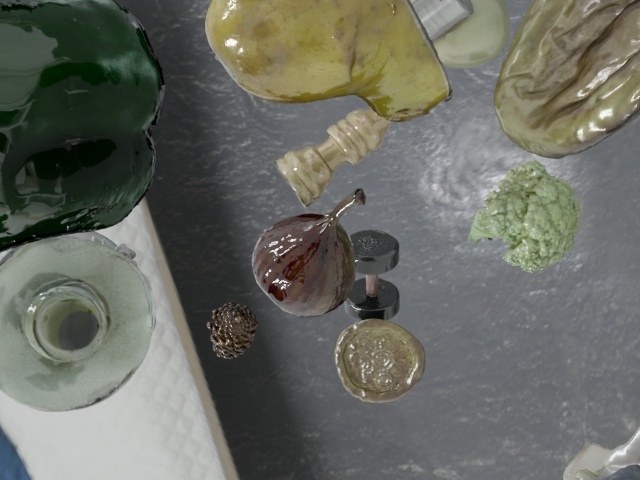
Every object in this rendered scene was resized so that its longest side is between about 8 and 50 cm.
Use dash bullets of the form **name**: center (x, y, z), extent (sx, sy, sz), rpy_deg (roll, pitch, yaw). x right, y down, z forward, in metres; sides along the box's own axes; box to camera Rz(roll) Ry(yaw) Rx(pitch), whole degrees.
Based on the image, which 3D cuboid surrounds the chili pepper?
- **chili pepper**: center (-0.267, -0.104, 0.587), extent (0.234, 0.257, 0.248), rpy_deg (-4, 103, 17)

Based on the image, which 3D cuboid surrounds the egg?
- **egg**: center (0.325, -0.527, 1.739), extent (0.269, 0.219, 0.219), rpy_deg (53, 123, 21)

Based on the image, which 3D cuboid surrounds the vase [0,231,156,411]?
- **vase**: center (-0.335, 0.090, 0.948), extent (0.445, 0.250, 0.249), rpy_deg (-2, 105, 70)

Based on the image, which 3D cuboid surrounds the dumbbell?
- **dumbbell**: center (0.136, 0.097, 1.960), extent (0.153, 0.152, 0.218), rpy_deg (15, 127, 27)

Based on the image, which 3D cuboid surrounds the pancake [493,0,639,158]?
- **pancake**: center (0.274, -0.207, 0.692), extent (0.050, 0.294, 0.294), rpy_deg (31, 125, -23)

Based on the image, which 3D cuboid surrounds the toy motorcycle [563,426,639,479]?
- **toy motorcycle**: center (0.240, 0.214, 0.543), extent (0.108, 0.341, 0.222), rpy_deg (43, 122, 37)

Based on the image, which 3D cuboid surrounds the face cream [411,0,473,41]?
- **face cream**: center (0.221, -0.477, 1.606), extent (0.214, 0.096, 0.095), rpy_deg (-30, 86, 35)

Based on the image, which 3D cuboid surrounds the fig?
- **fig**: center (0.000, 0.000, 1.442), extent (0.217, 0.217, 0.320), rpy_deg (43, 131, 15)

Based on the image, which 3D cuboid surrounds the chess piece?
- **chess piece**: center (0.056, -0.207, 1.579), extent (0.307, 0.139, 0.124), rpy_deg (-36, 94, -1)

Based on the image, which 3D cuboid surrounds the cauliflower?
- **cauliflower**: center (0.502, -0.072, 1.825), extent (0.281, 0.327, 0.260), rpy_deg (26, 109, 41)

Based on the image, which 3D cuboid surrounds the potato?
- **potato**: center (-0.005, -0.318, 1.236), extent (0.296, 0.397, 0.290), rpy_deg (-38, 43, -2)

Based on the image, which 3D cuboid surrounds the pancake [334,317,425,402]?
- **pancake**: center (0.156, 0.317, 1.927), extent (0.250, 0.031, 0.249), rpy_deg (3, 109, 10)

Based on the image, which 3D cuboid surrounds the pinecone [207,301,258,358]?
- **pinecone**: center (-0.177, 0.183, 1.436), extent (0.102, 0.102, 0.109), rpy_deg (28, 111, 22)
